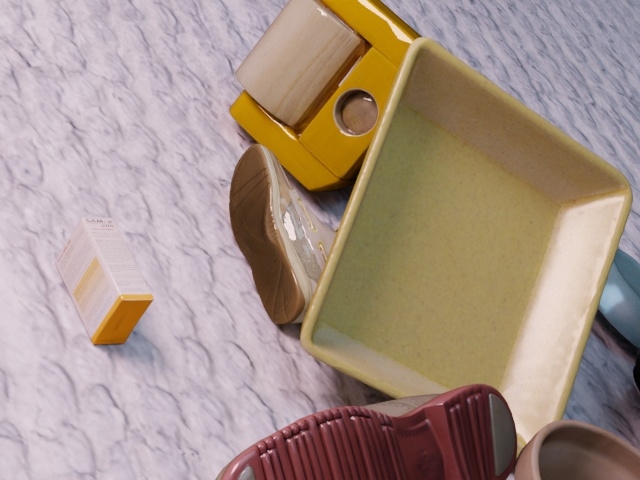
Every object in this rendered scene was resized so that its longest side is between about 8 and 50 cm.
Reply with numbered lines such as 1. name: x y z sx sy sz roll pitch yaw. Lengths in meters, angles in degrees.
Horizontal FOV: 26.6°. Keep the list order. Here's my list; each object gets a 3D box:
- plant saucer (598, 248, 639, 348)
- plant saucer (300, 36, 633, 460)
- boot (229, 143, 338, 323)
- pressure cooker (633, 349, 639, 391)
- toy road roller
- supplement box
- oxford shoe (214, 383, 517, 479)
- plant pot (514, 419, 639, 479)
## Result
1. plant saucer: 0.396 0.064 1.730 0.195 0.037 0.195 36 27 -22
2. plant saucer: 0.141 0.019 1.372 0.332 0.081 0.333 29 73 -29
3. boot: 0.000 0.000 1.419 0.165 0.077 0.213 8 49 -37
4. pressure cooker: 0.612 0.151 1.496 0.420 0.375 0.370 41 3 23
5. toy road roller: 0.083 -0.137 1.576 0.329 0.202 0.240 43 15 12
6. supplement box: -0.192 0.035 1.200 0.036 0.062 0.098 1 47 -42
7. oxford shoe: 0.024 0.202 1.155 0.348 0.130 0.123 -2 81 -47
8. plant pot: 0.257 0.291 1.256 0.237 0.110 0.237 27 31 -18
